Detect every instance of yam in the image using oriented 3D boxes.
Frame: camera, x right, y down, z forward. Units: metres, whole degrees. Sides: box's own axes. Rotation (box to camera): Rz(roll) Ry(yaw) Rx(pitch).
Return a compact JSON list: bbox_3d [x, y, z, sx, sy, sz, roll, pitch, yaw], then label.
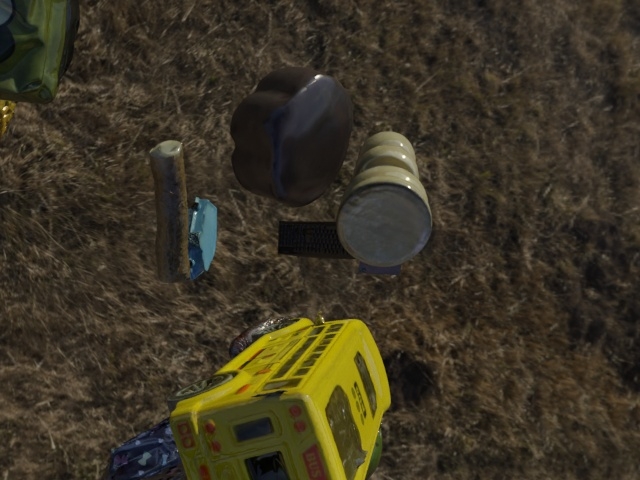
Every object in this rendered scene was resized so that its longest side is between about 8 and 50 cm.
[{"bbox_3d":[-0.328,-0.053,1.254,0.081,0.081,0.357,-17,132,-28],"label":"yam"}]

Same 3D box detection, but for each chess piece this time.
[{"bbox_3d":[0.123,-0.100,1.063,0.167,0.167,0.300,53,25,-22],"label":"chess piece"}]

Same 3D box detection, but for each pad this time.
[{"bbox_3d":[0.163,0.011,1.473,0.113,0.006,0.188,4,125,-3],"label":"pad"}]

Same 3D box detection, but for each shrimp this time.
[{"bbox_3d":[-0.149,0.241,1.444,0.190,0.074,0.073,-33,116,-40],"label":"shrimp"}]

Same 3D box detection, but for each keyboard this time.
[{"bbox_3d":[0.000,0.000,1.275,0.017,0.250,0.087,4,89,-53],"label":"keyboard"}]

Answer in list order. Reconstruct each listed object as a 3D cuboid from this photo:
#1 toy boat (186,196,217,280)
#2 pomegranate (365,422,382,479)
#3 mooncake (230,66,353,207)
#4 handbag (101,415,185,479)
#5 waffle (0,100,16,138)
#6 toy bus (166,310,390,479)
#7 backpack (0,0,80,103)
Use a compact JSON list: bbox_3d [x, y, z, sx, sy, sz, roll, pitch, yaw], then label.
[{"bbox_3d":[-0.349,0.000,1.597,0.109,0.098,0.238,48,35,-55],"label":"toy boat"},{"bbox_3d":[0.012,0.440,1.267,0.270,0.254,0.254,-28,111,10],"label":"pomegranate"},{"bbox_3d":[-0.047,-0.179,1.006,0.245,0.133,0.245,-32,133,-42],"label":"mooncake"},{"bbox_3d":[-0.319,0.429,1.149,0.260,0.162,0.113,-19,59,-42],"label":"handbag"},{"bbox_3d":[-0.822,-0.241,1.373,0.051,0.291,0.291,33,77,-20],"label":"waffle"},{"bbox_3d":[-0.018,0.164,0.579,0.152,0.330,0.144,-19,90,13],"label":"toy bus"},{"bbox_3d":[-0.314,-0.252,0.493,0.206,0.140,0.254,3,113,-36],"label":"backpack"}]
